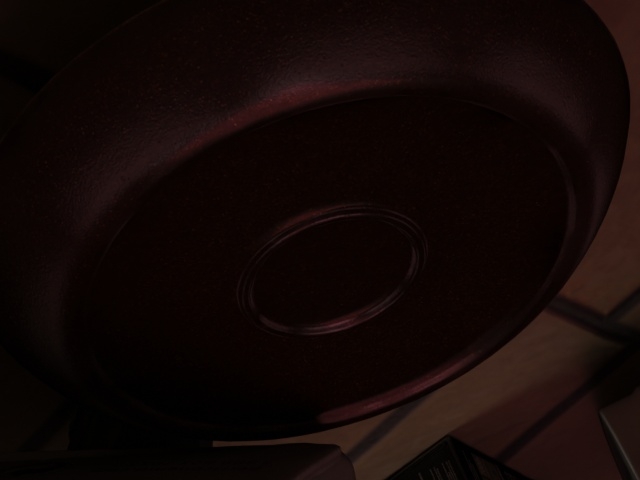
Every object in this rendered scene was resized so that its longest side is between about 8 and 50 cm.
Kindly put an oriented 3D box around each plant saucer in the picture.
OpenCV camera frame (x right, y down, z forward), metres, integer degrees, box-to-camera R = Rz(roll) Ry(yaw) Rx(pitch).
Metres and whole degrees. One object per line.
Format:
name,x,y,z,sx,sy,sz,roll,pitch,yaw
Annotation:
plant saucer,0.000,0.000,0.859,0.310,0.050,0.310,-12,141,-10

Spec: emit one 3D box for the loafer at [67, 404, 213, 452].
loafer,-0.077,0.049,0.993,0.096,0.084,0.267,10,128,-29

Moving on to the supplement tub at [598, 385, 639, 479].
supplement tub,0.360,0.127,1.154,0.331,0.241,0.241,-24,141,2

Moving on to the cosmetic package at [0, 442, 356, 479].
cosmetic package,-0.169,0.318,0.854,0.329,0.393,0.327,-3,-174,21

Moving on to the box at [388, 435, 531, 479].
box,0.123,0.233,1.211,0.077,0.180,0.147,-39,139,18
